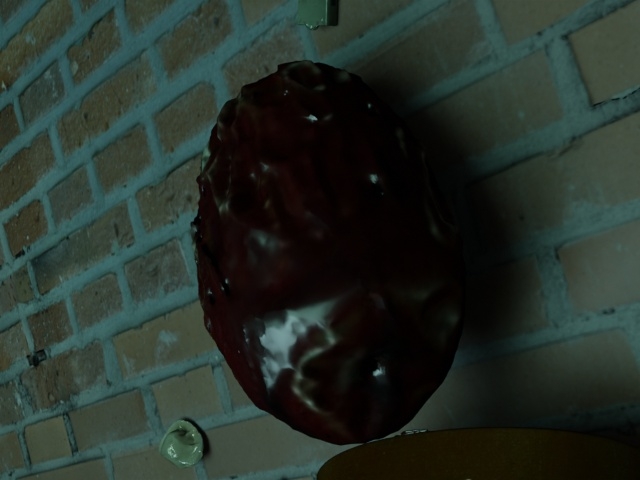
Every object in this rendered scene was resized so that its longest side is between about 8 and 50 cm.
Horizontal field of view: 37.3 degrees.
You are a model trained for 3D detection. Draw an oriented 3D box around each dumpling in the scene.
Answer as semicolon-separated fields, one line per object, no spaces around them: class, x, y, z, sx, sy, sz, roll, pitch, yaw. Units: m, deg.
dumpling;-0.190;0.283;1.314;0.052;0.057;0.076;38;159;-9

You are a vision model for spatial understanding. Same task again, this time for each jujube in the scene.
jujube;0.000;0.000;0.899;0.258;0.258;0.377;-47;51;39

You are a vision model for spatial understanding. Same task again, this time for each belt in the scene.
belt;0.133;0.256;0.841;0.338;0.217;0.122;-17;49;36

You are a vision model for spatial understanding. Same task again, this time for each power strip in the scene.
power strip;-0.001;-0.298;1.030;0.051;0.019;0.136;13;106;45
